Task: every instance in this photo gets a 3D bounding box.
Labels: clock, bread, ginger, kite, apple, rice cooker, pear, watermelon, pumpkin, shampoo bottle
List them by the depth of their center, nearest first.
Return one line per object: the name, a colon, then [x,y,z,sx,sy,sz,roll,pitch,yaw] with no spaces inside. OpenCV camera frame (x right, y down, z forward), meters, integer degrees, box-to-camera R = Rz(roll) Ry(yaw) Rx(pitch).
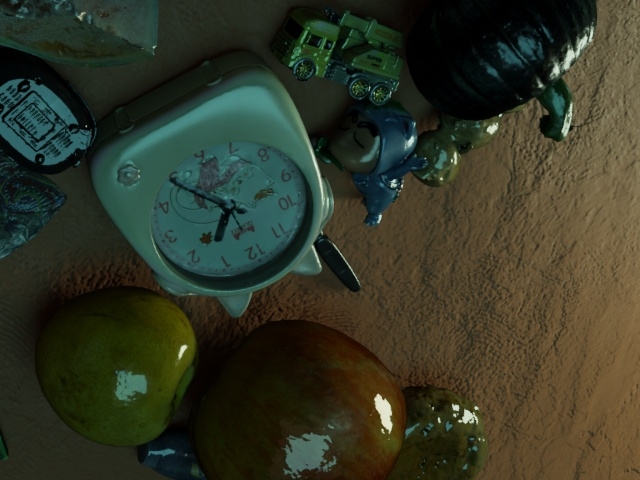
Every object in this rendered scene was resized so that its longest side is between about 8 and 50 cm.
watermelon: [-0.341,-0.317,1.569,0.175,0.188,0.322,-13,147,40]
rice cooker: [-0.339,-0.150,1.673,0.112,0.106,0.165,-43,113,2]
kite: [-0.438,-0.093,1.718,0.152,0.015,0.285,-37,128,-3]
pumpkin: [0.245,-0.233,1.775,0.248,0.248,0.248,-10,121,-18]
clock: [-0.125,-0.054,1.805,0.265,0.108,0.324,-28,122,-2]
pear: [-0.264,0.154,1.821,0.209,0.209,0.208,-10,121,-18]
apple: [-0.041,0.236,1.910,0.302,0.301,0.301,-10,121,-18]
ginger: [0.200,-0.158,1.914,0.204,0.080,0.104,-48,157,9]
shampoo bottle: [-0.148,0.312,2.048,0.234,0.049,0.087,12,110,-28]
bread: [0.136,0.313,2.128,0.230,0.123,0.230,-14,125,-21]

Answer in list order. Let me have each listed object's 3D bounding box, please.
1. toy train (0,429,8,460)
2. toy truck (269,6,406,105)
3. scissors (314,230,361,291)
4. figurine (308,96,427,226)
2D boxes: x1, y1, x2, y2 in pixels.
toy train: [-0.454,0.264,1.900,0.056,0.038,0.093,-22,124,-18]
toy truck: [0.030,-0.242,1.794,0.169,0.077,0.100,15,108,-28]
scissors: [0.000,0.000,1.954,0.088,0.017,0.220,-36,126,1]
figurine: [0.056,-0.102,1.872,0.145,0.114,0.178,-11,130,-15]
